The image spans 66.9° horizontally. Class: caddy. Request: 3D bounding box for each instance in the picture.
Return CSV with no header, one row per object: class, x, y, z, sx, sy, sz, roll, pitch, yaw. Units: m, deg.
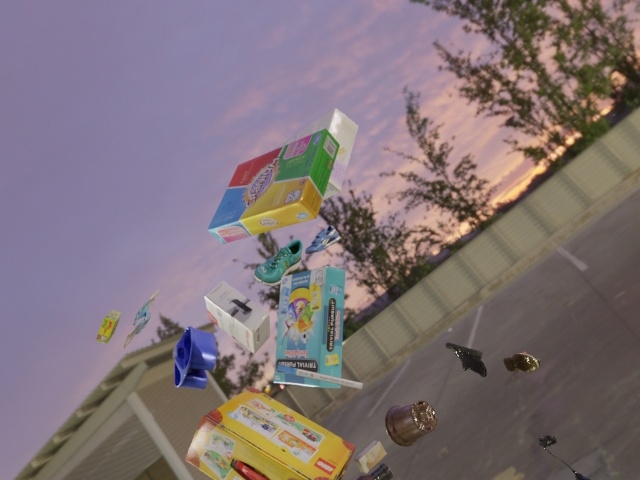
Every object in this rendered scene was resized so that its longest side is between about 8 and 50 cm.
caddy,-0.633,0.570,2.365,0.241,0.179,0.341,-65,24,12

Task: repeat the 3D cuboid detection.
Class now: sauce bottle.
sauce bottle,0.157,1.075,2.048,0.345,0.111,0.111,-28,-15,-21

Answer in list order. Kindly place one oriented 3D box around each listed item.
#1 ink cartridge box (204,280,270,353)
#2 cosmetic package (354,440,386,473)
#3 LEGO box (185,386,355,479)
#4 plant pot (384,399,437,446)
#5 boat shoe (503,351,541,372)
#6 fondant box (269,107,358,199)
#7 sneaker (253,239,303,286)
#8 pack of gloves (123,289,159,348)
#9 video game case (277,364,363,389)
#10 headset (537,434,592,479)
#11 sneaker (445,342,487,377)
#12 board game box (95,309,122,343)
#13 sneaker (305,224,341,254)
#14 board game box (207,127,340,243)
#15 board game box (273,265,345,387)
ink cartridge box,-0.349,0.327,2.063,0.114,0.273,0.197,-43,-25,-33
cosmetic package,0.190,0.821,1.841,0.115,0.060,0.041,-31,0,-31
LEGO box,-0.165,0.781,1.776,0.193,0.501,0.372,-68,-17,7
plant pot,0.377,0.736,1.977,0.167,0.167,0.165,-28,-15,-42
boat shoe,0.541,0.318,1.287,0.049,0.056,0.152,-21,-9,-13
fondant box,-0.055,-0.205,1.403,0.330,0.096,0.238,-21,45,49
sneaker,-0.152,0.075,1.785,0.275,0.107,0.109,-42,-21,-54
pack of gloves,-0.780,0.353,2.161,0.232,0.046,0.195,-73,6,-69
video game case,-0.003,0.306,1.088,0.119,0.167,0.015,154,130,-67
headset,0.798,0.833,1.556,0.244,0.393,0.185,-10,-26,1
sneaker,0.535,0.440,1.792,0.051,0.170,0.089,27,-104,-52
board game box,-0.817,0.331,1.876,0.181,0.043,0.092,-176,107,-74
sneaker,0.000,0.000,1.572,0.144,0.059,0.053,-31,12,-36
board game box,-0.119,-0.130,1.210,0.317,0.064,0.242,-14,45,36
board game box,-0.036,0.262,1.458,0.079,0.335,0.254,14,-19,-32
